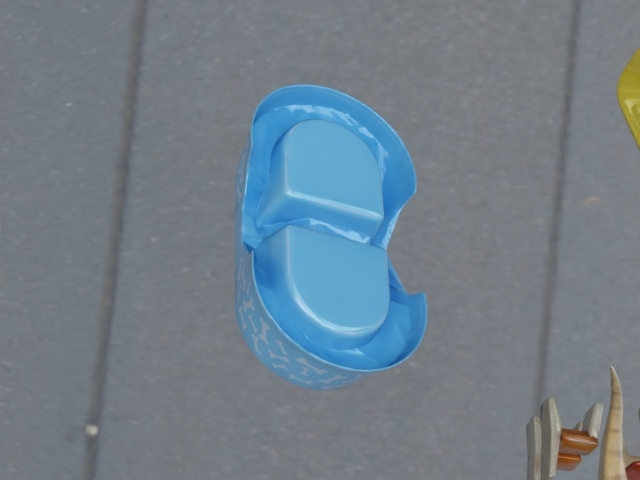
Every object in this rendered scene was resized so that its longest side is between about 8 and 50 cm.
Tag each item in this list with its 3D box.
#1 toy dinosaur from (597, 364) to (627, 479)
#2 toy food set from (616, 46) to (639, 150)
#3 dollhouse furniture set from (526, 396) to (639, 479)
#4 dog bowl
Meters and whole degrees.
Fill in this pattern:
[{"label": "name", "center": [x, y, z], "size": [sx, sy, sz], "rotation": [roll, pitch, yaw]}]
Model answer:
[{"label": "toy dinosaur", "center": [0.205, 0.194, 1.044], "size": [0.064, 0.112, 0.211], "rotation": [-2, 84, -25]}, {"label": "toy food set", "center": [0.409, -0.117, 1.649], "size": [0.128, 0.071, 0.218], "rotation": [-20, 71, 4]}, {"label": "dollhouse furniture set", "center": [0.371, 0.248, 1.611], "size": [0.262, 0.259, 0.135], "rotation": [7, 67, -4]}, {"label": "dog bowl", "center": [0.000, 0.000, 1.319], "size": [0.166, 0.074, 0.297], "rotation": [14, 51, -23]}]
